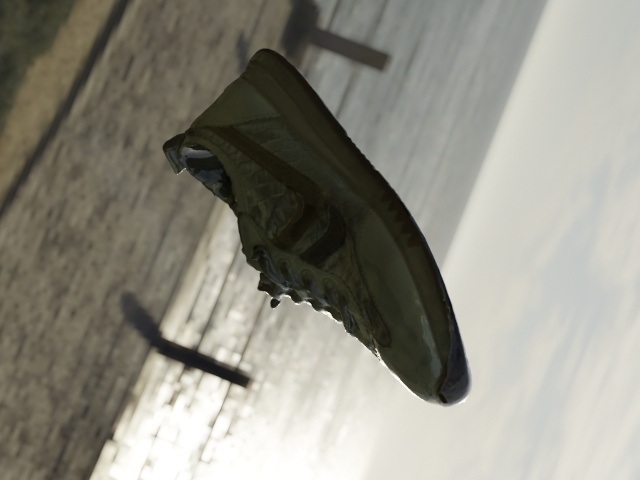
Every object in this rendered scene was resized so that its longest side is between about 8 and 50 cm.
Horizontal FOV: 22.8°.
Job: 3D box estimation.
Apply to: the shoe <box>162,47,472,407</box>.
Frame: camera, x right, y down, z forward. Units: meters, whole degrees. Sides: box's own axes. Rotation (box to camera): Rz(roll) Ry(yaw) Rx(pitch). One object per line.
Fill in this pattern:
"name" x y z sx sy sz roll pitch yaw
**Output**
"shoe" 0.000 0.000 0.966 0.098 0.275 0.103 -34 144 -4
